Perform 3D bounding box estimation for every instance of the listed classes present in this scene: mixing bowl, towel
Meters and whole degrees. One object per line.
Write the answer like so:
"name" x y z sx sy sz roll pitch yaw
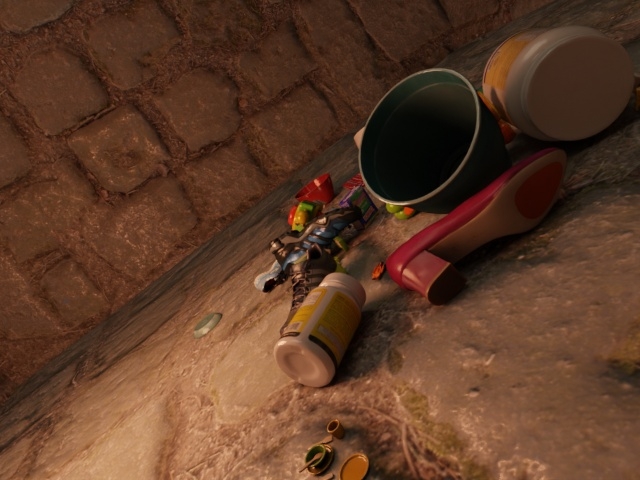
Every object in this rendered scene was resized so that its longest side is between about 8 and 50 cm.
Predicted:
"mixing bowl" -0.009 -0.196 1.910 0.181 0.098 0.181 -34 16 11
"towel" 0.223 -0.300 1.851 0.274 0.031 0.199 -37 16 -2

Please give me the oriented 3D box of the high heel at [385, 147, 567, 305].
"high heel" 0.283 -0.050 0.852 0.377 0.127 0.181 -41 27 -4

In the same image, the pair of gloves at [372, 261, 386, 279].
"pair of gloves" 0.157 0.061 1.029 0.083 0.010 0.074 -24 19 28

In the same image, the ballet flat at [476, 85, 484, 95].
"ballet flat" 0.567 -0.475 1.521 0.106 0.108 0.316 -1 20 -1

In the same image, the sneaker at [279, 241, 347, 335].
"sneaker" -0.036 0.118 1.060 0.111 0.121 0.300 -27 19 30

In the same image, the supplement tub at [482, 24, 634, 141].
"supplement tub" 0.533 -0.366 1.037 0.241 0.241 0.331 -31 18 18

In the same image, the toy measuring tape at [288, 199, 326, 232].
"toy measuring tape" -0.036 -0.076 1.520 0.121 0.121 0.330 -33 1 12

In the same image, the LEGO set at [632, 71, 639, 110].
"LEGO set" 0.644 -0.268 0.797 0.107 0.132 0.287 -7 5 27

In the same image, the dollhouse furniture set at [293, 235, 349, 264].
"dollhouse furniture set" 0.007 0.053 1.236 0.151 0.076 0.058 -37 16 -4

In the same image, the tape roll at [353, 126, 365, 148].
"tape roll" 0.262 -0.378 1.558 0.286 0.100 0.286 -27 -1 0

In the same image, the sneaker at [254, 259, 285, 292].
"sneaker" -0.131 0.111 1.416 0.162 0.063 0.073 -42 35 -5

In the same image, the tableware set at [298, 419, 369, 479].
"tableware set" 0.017 0.309 0.606 0.104 0.024 0.154 -33 16 11

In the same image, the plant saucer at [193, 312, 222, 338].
"plant saucer" -0.383 0.280 1.495 0.119 0.021 0.119 -33 16 11

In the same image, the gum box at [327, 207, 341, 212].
"gum box" 0.017 -0.042 1.536 0.184 0.041 0.157 -40 17 -16

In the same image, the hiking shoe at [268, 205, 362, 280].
"hiking shoe" 0.000 0.000 1.323 0.303 0.132 0.113 -27 0 17

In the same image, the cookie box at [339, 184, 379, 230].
"cookie box" 0.120 -0.100 1.370 0.040 0.107 0.092 -13 29 50

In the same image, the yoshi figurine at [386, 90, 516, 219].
"yoshi figurine" 0.307 -0.217 1.181 0.362 0.204 0.203 -43 -7 21

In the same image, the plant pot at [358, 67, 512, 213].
"plant pot" 0.264 -0.171 0.935 0.271 0.255 0.272 -17 65 42

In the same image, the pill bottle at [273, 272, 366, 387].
"pill bottle" 0.008 0.163 0.857 0.119 0.119 0.208 -22 22 40
